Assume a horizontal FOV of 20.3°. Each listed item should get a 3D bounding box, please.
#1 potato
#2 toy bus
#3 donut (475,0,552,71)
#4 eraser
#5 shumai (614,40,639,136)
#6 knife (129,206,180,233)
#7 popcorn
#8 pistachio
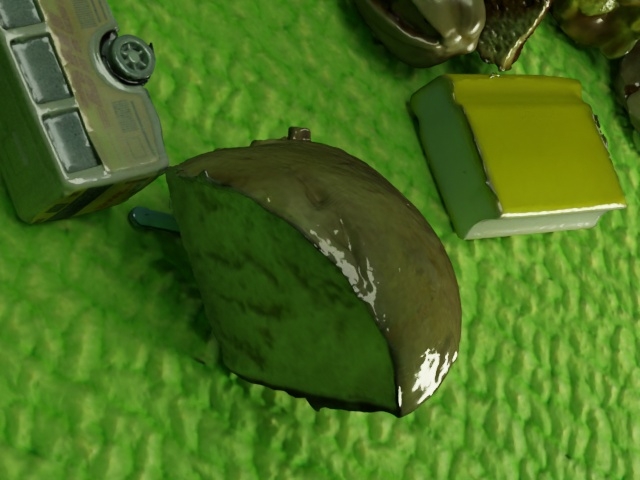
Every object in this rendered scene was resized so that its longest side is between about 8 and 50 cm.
[{"bbox_3d":[0.034,-0.008,1.440,0.264,0.189,0.211,-39,122,-49],"label":"potato"},{"bbox_3d":[-0.235,-0.184,1.403,0.138,0.097,0.342,-19,81,-41],"label":"toy bus"},{"bbox_3d":[0.171,-0.319,1.843,0.151,0.112,0.295,-11,67,-54],"label":"donut"},{"bbox_3d":[0.199,-0.087,1.781,0.226,0.069,0.158,-5,72,-46],"label":"eraser"},{"bbox_3d":[0.434,-0.160,2.016,0.201,0.120,0.201,21,56,-35],"label":"shumai"},{"bbox_3d":[-0.117,-0.012,1.473,0.096,0.010,0.027,12,59,-37],"label":"knife"},{"bbox_3d":[0.327,-0.308,1.961,0.197,0.197,0.155,43,44,-17],"label":"popcorn"},{"bbox_3d":[0.093,-0.236,1.741,0.149,0.113,0.113,51,41,3],"label":"pistachio"}]
